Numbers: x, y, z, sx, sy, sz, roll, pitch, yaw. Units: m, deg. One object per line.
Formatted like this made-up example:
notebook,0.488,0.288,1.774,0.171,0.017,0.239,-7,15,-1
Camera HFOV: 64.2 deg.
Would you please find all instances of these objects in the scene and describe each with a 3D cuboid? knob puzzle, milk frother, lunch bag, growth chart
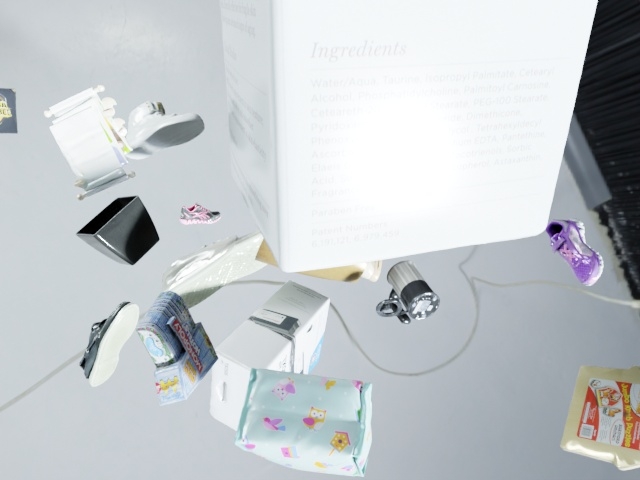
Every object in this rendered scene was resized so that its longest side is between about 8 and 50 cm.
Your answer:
knob puzzle,0.538,0.307,0.882,0.213,0.213,0.030,-47,120,-13
milk frother,0.193,0.125,1.253,0.143,0.135,0.129,30,109,-34
lunch bag,-0.016,0.344,0.946,0.223,0.262,0.160,4,60,10
growth chart,-0.537,-0.231,1.206,0.171,0.021,0.237,-20,105,-7

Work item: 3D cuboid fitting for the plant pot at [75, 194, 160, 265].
plant pot,-0.644,-0.021,1.665,0.188,0.187,0.167,-50,121,-29

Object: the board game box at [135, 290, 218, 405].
board game box,-0.289,0.224,1.029,0.060,0.194,0.194,-17,111,8

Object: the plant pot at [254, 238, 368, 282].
plant pot,0.000,0.000,1.279,0.254,0.237,0.237,28,81,-2

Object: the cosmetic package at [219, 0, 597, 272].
cosmetic package,0.065,-0.224,0.595,0.327,0.329,0.394,-8,118,-16

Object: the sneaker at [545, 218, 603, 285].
sneaker,0.708,0.025,1.449,0.104,0.095,0.237,14,44,-17

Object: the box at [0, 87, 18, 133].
box,-0.601,-0.169,0.615,0.293,0.295,0.074,7,103,11

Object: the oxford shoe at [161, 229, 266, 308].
oxford shoe,-0.289,0.051,1.536,0.449,0.169,0.130,-30,57,-1

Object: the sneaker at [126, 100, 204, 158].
sneaker,-0.491,-0.377,1.586,0.292,0.108,0.169,-14,66,21

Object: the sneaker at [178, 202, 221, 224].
sneaker,-0.333,-0.078,1.420,0.119,0.047,0.057,-6,114,-31

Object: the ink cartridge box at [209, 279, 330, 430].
ink cartridge box,-0.145,0.352,1.550,0.395,0.166,0.286,-42,148,-50

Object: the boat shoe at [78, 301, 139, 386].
boat shoe,-0.692,0.312,1.642,0.113,0.127,0.340,37,118,17

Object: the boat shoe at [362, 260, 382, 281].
boat shoe,0.205,0.004,1.955,0.110,0.121,0.341,28,57,-13
